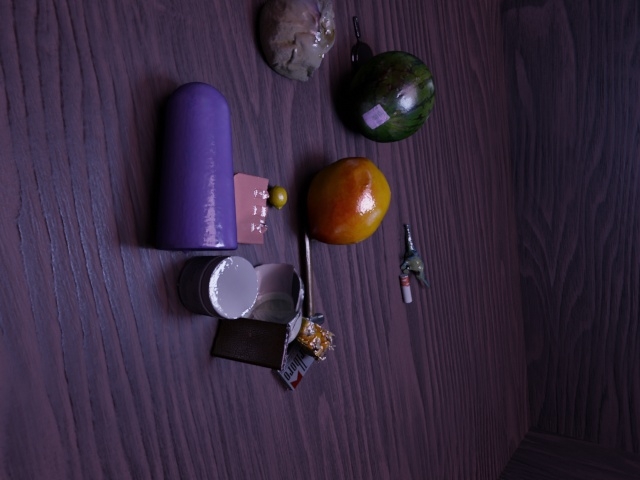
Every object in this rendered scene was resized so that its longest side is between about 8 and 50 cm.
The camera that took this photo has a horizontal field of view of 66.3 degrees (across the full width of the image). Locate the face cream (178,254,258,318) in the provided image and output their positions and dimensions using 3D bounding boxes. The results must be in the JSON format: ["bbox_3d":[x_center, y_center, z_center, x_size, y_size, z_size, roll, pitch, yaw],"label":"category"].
[{"bbox_3d":[-0.291,0.130,1.393,0.177,0.152,0.178,0,90,-50],"label":"face cream"}]

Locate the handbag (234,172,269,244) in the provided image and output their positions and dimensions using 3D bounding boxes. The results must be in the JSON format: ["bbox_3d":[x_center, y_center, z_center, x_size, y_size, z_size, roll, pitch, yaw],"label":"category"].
[{"bbox_3d":[-0.233,-0.096,1.522,0.157,0.059,0.213,4,90,-47],"label":"handbag"}]

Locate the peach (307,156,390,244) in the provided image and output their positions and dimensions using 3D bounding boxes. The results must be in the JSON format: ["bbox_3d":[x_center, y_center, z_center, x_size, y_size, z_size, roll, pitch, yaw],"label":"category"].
[{"bbox_3d":[0.093,-0.131,1.713,0.308,0.288,0.289,-48,125,-42],"label":"peach"}]

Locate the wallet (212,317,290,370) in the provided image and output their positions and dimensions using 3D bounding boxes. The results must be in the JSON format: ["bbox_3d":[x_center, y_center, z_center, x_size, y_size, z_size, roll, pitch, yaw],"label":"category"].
[{"bbox_3d":[-0.202,0.294,1.432,0.039,0.243,0.133,29,67,-60],"label":"wallet"}]

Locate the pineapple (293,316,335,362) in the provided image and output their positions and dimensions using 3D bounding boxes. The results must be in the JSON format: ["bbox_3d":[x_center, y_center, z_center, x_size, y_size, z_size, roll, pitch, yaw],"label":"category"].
[{"bbox_3d":[-0.043,0.311,1.647,0.115,0.186,0.236,-56,149,-17],"label":"pineapple"}]

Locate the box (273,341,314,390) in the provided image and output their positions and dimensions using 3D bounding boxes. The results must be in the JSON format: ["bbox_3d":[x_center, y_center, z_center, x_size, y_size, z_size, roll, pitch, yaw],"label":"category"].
[{"bbox_3d":[-0.084,0.421,1.721,0.177,0.035,0.115,-52,125,-34],"label":"box"}]

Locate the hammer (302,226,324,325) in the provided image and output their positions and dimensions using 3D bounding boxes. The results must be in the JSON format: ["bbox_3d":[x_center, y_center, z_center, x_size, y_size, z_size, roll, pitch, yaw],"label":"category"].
[{"bbox_3d":[-0.044,0.134,1.749,0.111,0.043,0.366,-9,99,-47],"label":"hammer"}]

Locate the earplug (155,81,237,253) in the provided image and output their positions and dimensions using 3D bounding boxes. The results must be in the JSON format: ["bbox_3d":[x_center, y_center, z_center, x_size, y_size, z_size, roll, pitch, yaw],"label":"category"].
[{"bbox_3d":[-0.325,-0.195,1.311,0.215,0.215,0.457,4,85,-49],"label":"earplug"}]

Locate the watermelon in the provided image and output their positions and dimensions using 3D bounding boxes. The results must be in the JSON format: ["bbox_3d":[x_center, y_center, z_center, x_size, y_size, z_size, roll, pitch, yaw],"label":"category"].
[{"bbox_3d":[0.268,-0.545,1.874,0.363,0.363,0.364,-2,92,-48],"label":"watermelon"}]

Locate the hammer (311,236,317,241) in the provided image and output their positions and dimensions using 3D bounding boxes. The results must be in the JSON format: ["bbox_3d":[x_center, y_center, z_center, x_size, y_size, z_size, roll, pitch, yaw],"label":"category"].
[{"bbox_3d":[0.000,0.000,1.821,0.182,0.017,0.062,7,86,-49],"label":"hammer"}]

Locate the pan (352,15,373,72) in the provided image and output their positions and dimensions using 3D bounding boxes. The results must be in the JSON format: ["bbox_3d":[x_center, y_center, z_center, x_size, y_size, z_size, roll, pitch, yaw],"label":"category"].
[{"bbox_3d":[0.166,-0.782,1.976,0.136,0.028,0.235,-26,110,-46],"label":"pan"}]

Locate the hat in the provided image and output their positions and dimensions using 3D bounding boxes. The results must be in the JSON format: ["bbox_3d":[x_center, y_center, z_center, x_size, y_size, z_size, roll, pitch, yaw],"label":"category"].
[{"bbox_3d":[-0.152,0.203,1.545,0.161,0.231,0.275,61,29,-71],"label":"hat"}]

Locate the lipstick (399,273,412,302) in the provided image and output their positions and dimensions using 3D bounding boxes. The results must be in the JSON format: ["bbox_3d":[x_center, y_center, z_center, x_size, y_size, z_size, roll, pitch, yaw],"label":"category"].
[{"bbox_3d":[0.393,0.220,2.255,0.038,0.038,0.131,-27,111,-45],"label":"lipstick"}]

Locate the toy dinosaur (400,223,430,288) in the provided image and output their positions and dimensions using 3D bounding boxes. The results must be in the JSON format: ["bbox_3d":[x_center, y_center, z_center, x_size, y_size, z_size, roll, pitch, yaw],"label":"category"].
[{"bbox_3d":[0.441,0.105,2.280,0.147,0.076,0.363,-49,122,-44],"label":"toy dinosaur"}]

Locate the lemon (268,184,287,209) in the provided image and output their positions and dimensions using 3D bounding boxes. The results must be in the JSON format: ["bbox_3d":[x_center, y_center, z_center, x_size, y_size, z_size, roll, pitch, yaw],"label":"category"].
[{"bbox_3d":[-0.141,-0.143,1.621,0.062,0.062,0.084,-16,103,-47],"label":"lemon"}]

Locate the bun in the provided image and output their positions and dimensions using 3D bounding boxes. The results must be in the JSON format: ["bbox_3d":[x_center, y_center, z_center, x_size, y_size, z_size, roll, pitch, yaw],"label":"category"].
[{"bbox_3d":[-0.058,-0.684,1.593,0.281,0.204,0.282,0,90,-47],"label":"bun"}]
